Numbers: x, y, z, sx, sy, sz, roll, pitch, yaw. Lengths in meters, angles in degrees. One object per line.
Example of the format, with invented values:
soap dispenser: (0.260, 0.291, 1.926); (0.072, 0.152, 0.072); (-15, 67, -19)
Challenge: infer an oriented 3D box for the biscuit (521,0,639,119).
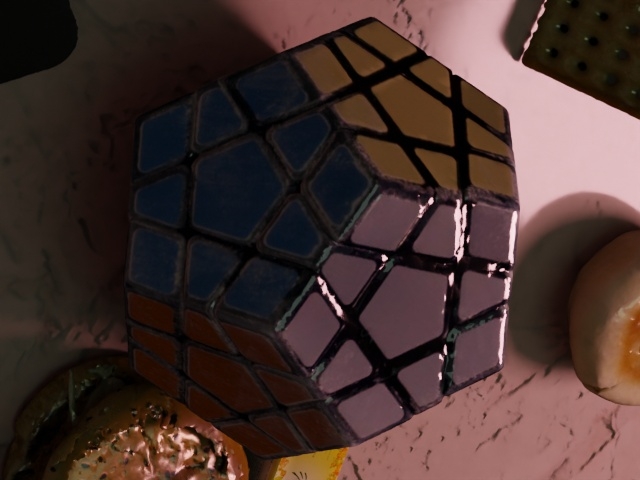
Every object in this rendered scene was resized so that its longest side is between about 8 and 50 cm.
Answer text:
biscuit: (0.254, -0.217, 1.519); (0.016, 0.139, 0.231); (4, 112, -59)

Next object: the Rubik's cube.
Rubik's cube: (0.000, 0.000, 1.392); (0.319, 0.319, 0.264); (-54, 151, 2)

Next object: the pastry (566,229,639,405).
pastry: (0.277, 0.066, 1.677); (0.156, 0.092, 0.156); (-9, 112, -23)

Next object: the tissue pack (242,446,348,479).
tissue pack: (-0.037, 0.182, 1.555); (0.062, 0.095, 0.176); (14, 104, -31)

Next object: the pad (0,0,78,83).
pad: (-0.201, -0.240, 1.306); (0.323, 0.055, 0.250); (-28, 122, -16)

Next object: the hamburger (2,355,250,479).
hamburger: (-0.147, 0.173, 1.481); (0.177, 0.113, 0.185); (-30, 123, -13)
